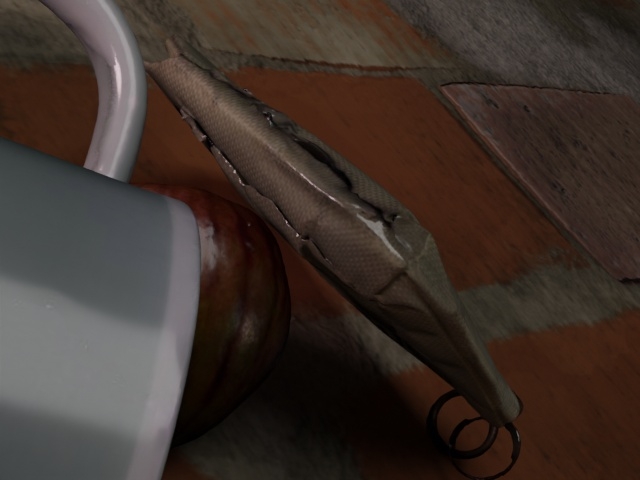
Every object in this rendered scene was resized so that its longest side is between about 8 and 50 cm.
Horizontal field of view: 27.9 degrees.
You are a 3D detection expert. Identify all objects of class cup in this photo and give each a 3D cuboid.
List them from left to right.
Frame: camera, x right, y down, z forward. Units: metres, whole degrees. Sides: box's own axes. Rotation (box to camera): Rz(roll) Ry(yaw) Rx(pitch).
[{"bbox_3d":[-0.209,0.012,0.514,0.274,0.259,0.356,20,70,-18],"label":"cup"}]

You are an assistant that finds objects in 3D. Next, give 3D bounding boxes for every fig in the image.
[{"bbox_3d":[-0.085,0.053,0.756,0.148,0.149,0.202,100,-33,-84],"label":"fig"}]

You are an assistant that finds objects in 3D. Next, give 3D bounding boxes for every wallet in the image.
[{"bbox_3d":[0.003,-0.001,0.864,0.335,0.068,0.275,44,-9,30],"label":"wallet"}]
